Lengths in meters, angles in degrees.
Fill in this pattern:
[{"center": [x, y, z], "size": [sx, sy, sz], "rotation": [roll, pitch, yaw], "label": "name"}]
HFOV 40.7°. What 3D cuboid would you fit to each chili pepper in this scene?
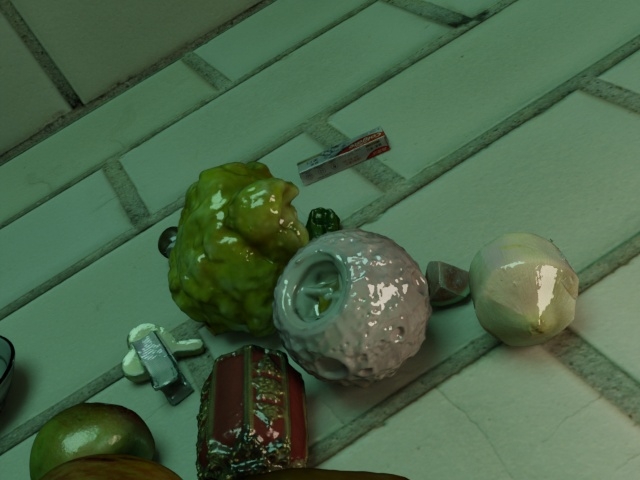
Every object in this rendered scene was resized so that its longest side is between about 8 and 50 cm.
[{"center": [0.002, 0.001, 1.743], "size": [0.072, 0.073, 0.204], "rotation": [-5, 39, 9], "label": "chili pepper"}]

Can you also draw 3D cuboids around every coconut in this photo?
[{"center": [0.316, 0.080, 1.323], "size": [0.171, 0.171, 0.183], "rotation": [-25, 31, 6], "label": "coconut"}]

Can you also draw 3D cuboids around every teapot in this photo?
[{"center": [-0.314, 0.011, 1.957], "size": [0.068, 0.076, 0.121], "rotation": [24, 29, 39], "label": "teapot"}]

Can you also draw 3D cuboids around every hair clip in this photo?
[{"center": [-0.304, 0.225, 1.661], "size": [0.159, 0.071, 0.218], "rotation": [-31, 39, -14], "label": "hair clip"}]

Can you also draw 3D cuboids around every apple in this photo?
[{"center": [-0.289, 0.428, 1.213], "size": [0.264, 0.264, 0.264], "rotation": [-19, 34, 14], "label": "apple"}, {"center": [-0.395, 0.360, 1.467], "size": [0.207, 0.173, 0.188], "rotation": [-31, 32, -33], "label": "apple"}]

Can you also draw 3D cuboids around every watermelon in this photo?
[{"center": [0.222, 0.070, 1.487], "size": [0.092, 0.072, 0.084], "rotation": [-21, 51, 4], "label": "watermelon"}]

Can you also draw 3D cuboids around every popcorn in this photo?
[{"center": [-0.164, 0.000, 1.644], "size": [0.294, 0.292, 0.334], "rotation": [-35, 37, -24], "label": "popcorn"}]

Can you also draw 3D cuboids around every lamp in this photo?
[{"center": [-0.106, 0.286, 1.351], "size": [0.177, 0.177, 0.274], "rotation": [-21, 32, 11], "label": "lamp"}]

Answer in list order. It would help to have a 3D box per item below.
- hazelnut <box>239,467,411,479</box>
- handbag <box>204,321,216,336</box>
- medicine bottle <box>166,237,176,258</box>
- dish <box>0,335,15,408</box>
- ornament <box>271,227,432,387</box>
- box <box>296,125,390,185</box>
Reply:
[{"center": [-0.036, 0.430, 0.913], "size": [0.429, 0.402, 0.402], "rotation": [-10, 37, 12], "label": "hazelnut"}, {"center": [-0.195, 0.148, 1.722], "size": [0.083, 0.027, 0.061], "rotation": [-36, 34, -13], "label": "handbag"}, {"center": [-0.234, -0.024, 1.882], "size": [0.135, 0.135, 0.215], "rotation": [8, 48, 42], "label": "medicine bottle"}, {"center": [-0.763, 0.339, 1.812], "size": [0.316, 0.106, 0.316], "rotation": [-18, 33, 12], "label": "dish"}, {"center": [0.055, 0.113, 1.401], "size": [0.259, 0.225, 0.259], "rotation": [-18, 59, 35], "label": "ornament"}, {"center": [0.052, -0.195, 1.990], "size": [0.218, 0.039, 0.055], "rotation": [-22, 33, 9], "label": "box"}]
